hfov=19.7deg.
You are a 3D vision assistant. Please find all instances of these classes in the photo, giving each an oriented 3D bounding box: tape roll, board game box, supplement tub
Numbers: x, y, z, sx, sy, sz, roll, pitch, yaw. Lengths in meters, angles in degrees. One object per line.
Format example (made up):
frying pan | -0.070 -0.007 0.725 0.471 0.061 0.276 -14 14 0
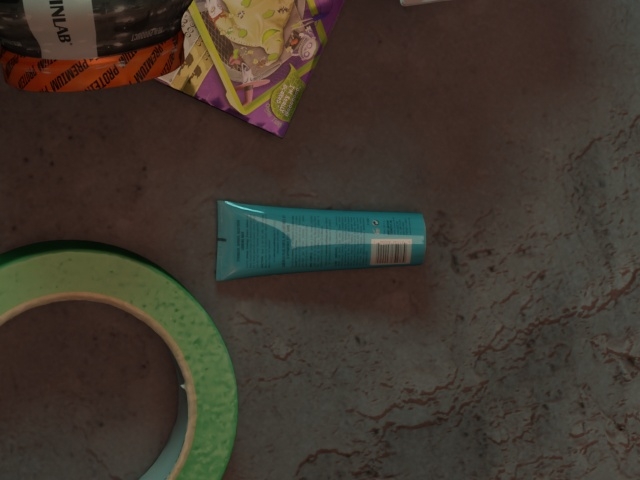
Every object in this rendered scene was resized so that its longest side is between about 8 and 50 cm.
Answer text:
tape roll | -0.242 0.162 1.780 0.321 0.077 0.321 -2 97 -13
board game box | -0.059 -0.297 1.777 0.208 0.056 0.346 24 92 -11
supplement tub | -0.214 -0.309 1.583 0.207 0.207 0.338 -9 108 -12

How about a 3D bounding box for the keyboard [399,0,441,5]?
keyboard | 0.093 -0.342 1.652 0.072 0.014 0.256 -10 102 -16

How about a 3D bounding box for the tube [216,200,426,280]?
tube | 0.000 0.000 1.831 0.207 0.052 0.080 0 93 -8
